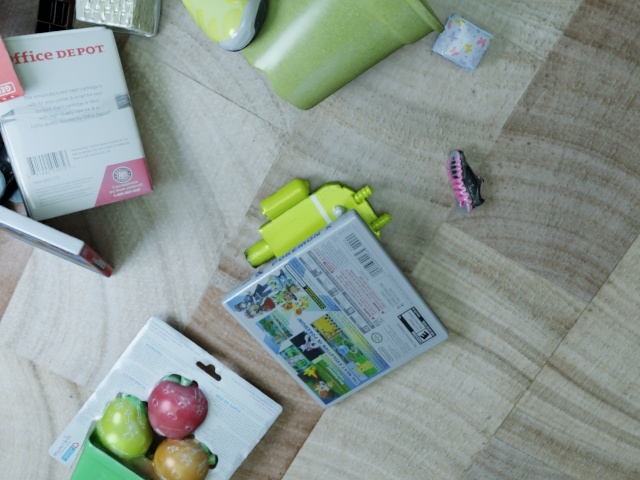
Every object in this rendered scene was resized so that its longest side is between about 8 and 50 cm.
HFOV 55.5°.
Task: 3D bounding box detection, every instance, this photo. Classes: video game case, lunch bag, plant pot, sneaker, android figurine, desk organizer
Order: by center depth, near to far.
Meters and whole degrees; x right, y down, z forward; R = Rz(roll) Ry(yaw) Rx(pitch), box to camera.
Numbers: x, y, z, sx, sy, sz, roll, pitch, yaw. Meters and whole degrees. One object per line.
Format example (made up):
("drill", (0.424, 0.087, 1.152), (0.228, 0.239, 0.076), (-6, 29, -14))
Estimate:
("sneaker", (-0.209, -0.444, 0.914), (0.145, 0.147, 0.385), (-39, 71, 34))
("plant pot", (0.012, -0.353, 0.961), (0.253, 0.276, 0.276), (-39, 101, 22))
("video game case", (-0.476, -0.002, 1.047), (0.203, 0.285, 0.025), (24, 76, -5))
("lunch bag", (0.242, -0.341, 1.047), (0.083, 0.053, 0.071), (23, 106, -14))
("desk organizer", (-0.458, -0.395, 1.053), (0.047, 0.050, 0.130), (13, 105, -2))
("sneaker", (0.271, -0.112, 1.115), (0.057, 0.047, 0.120), (-20, 106, -13))
("android figurine", (0.000, 0.000, 1.142), (0.272, 0.056, 0.248), (-30, 102, 10))
("video game case", (0.033, 0.143, 1.142), (0.299, 0.036, 0.329), (-33, 115, 14))

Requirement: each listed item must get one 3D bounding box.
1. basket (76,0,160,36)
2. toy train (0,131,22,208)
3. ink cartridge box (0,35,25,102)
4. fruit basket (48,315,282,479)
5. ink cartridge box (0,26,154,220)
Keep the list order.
("basket", (-0.335, -0.434, 1.008), (0.113, 0.103, 0.168), (10, 105, 5))
("toy train", (-0.671, -0.086, 1.102), (0.334, 0.142, 0.190), (-43, 90, 11))
("ink cartridge box", (-0.618, -0.292, 0.861), (0.296, 0.066, 0.261), (-18, 103, -2))
("fruit basket", (-0.308, 0.377, 1.220), (0.327, 0.165, 0.353), (37, 87, -8))
("ink cartridge box", (-0.426, -0.196, 1.030), (0.207, 0.117, 0.283), (-18, 105, -27))
